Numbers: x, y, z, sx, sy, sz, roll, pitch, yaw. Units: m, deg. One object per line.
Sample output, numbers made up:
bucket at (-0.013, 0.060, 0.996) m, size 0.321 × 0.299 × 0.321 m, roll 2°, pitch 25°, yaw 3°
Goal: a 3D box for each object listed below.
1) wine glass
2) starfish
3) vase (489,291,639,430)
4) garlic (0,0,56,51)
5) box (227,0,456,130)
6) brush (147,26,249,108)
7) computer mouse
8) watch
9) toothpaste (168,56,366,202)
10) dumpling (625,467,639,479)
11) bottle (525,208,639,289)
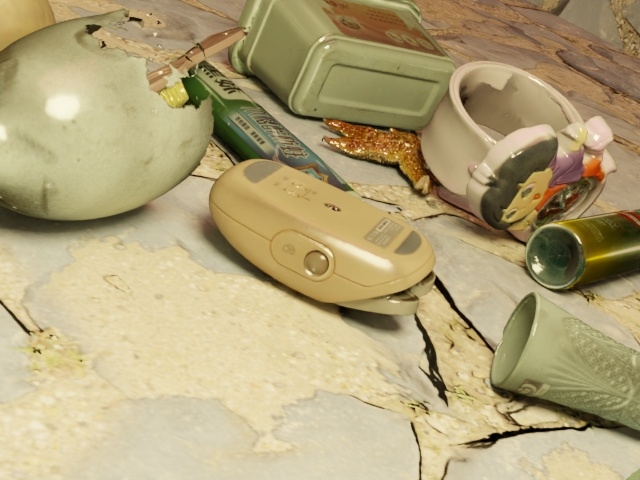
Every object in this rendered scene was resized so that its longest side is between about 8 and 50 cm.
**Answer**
wine glass at (-0.246, -0.092, 0.918) m, size 0.190 × 0.190 × 0.357 m, roll 30°, pitch 29°, yaw 19°
starfish at (0.110, -0.124, 1.477) m, size 0.227 × 0.043 × 0.240 m, roll 21°, pitch 18°, yaw -7°
vase at (0.278, 0.133, 0.994) m, size 0.219 × 0.096 × 0.096 m, roll 23°, pitch 23°, yaw -3°
garlic at (-0.367, -0.178, 1.013) m, size 0.151 × 0.196 × 0.338 m, roll 46°, pitch 25°, yaw -2°
box at (0.047, -0.267, 1.586) m, size 0.312 × 0.175 × 0.182 m, roll 3°, pitch 37°, yaw -37°
brush at (-0.172, -0.188, 1.282) m, size 0.072 × 0.067 × 0.313 m, roll -2°, pitch 26°, yaw 29°
computer mouse at (0.000, 0.000, 1.049) m, size 0.237 × 0.082 × 0.145 m, roll 27°, pitch 23°, yaw 8°
watch at (0.238, -0.133, 1.364) m, size 0.244 × 0.196 × 0.231 m, roll -9°, pitch 55°, yaw -36°
toothpaste at (-0.087, -0.134, 1.296) m, size 0.099 × 0.061 × 0.392 m, roll -8°, pitch 37°, yaw -36°
dumpling at (0.294, 0.243, 0.776) m, size 0.105 × 0.149 × 0.216 m, roll 48°, pitch 6°, yaw -36°
bottle at (0.364, 0.006, 1.356) m, size 0.082 × 0.082 × 0.286 m, roll 36°, pitch 27°, yaw 31°
